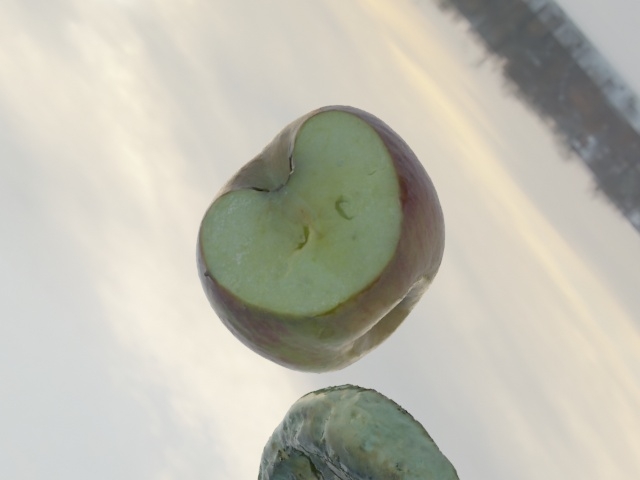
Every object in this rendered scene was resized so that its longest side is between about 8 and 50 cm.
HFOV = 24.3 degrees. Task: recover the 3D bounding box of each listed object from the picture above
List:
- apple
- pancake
[{"bbox_3d":[0.000,0.000,1.130,0.173,0.195,0.160,46,175,12],"label":"apple"},{"bbox_3d":[0.033,0.198,0.835,0.037,0.254,0.254,-20,-119,-29],"label":"pancake"}]
